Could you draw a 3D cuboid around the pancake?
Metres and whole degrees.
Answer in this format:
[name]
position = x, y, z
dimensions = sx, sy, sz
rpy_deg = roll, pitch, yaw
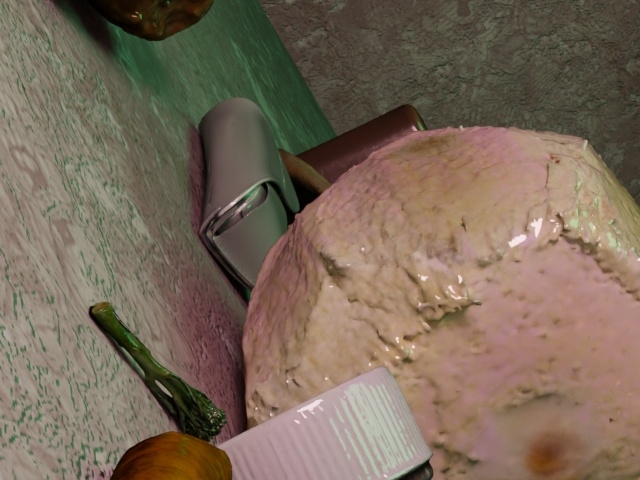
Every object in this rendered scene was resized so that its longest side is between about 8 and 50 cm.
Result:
[pancake]
position = 0.000, -0.001, 1.580
dimensions = 0.250, 0.031, 0.250
rpy_deg = 43, -22, 22

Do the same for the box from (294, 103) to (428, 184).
[box]
position = 0.105, 0.002, 1.913
dimensions = 0.339, 0.229, 0.239
rpy_deg = 64, 6, 4

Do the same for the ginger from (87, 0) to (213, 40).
[ginger]
position = -0.211, -0.341, 1.201
dimensions = 0.274, 0.152, 0.357
rpy_deg = 65, 6, 15

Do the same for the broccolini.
[broccolini]
position = -0.109, 0.085, 0.899
dimensions = 0.140, 0.030, 0.035
rpy_deg = 53, 3, -33

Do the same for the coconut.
[coconut]
position = 0.131, 0.091, 1.142
dimensions = 0.405, 0.404, 0.404
rpy_deg = 61, 7, -13

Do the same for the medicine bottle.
[medicine bottle]
position = 0.034, 0.230, 0.824
dimensions = 0.273, 0.165, 0.165
rpy_deg = 64, 7, 6

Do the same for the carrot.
[carrot]
position = -0.093, 0.155, 0.619
dimensions = 0.066, 0.066, 0.314
rpy_deg = 62, 10, -6

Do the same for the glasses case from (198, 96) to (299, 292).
[glasses case]
position = -0.071, -0.050, 1.414
dimensions = 0.128, 0.083, 0.308
rpy_deg = 59, 8, -25
